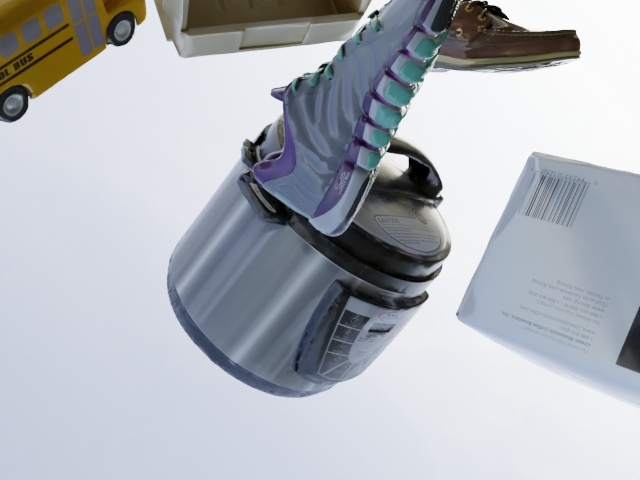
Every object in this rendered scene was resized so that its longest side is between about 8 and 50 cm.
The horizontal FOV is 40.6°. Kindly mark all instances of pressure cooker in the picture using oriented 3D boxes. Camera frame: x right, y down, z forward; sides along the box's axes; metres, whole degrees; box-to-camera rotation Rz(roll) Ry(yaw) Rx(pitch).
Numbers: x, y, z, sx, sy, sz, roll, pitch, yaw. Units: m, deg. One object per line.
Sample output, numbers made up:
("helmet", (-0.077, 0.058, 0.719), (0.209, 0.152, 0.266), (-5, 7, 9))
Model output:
("pressure cooker", (-0.004, -0.004, 1.377), (0.375, 0.420, 0.370), (35, -155, -11))

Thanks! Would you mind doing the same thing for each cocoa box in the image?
("cocoa box", (0.384, 0.074, 0.988), (0.228, 0.347, 0.232), (30, -97, -45))

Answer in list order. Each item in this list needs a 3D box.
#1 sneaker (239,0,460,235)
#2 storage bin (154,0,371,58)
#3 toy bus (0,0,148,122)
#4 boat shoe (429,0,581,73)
("sneaker", (0.020, -0.115, 0.610), (0.098, 0.224, 0.083), (28, -162, 3))
("storage bin", (-0.093, -0.384, 1.125), (0.262, 0.123, 0.260), (-12, -110, -23))
("toy bus", (-0.369, -0.252, 1.058), (0.108, 0.130, 0.332), (32, -120, 25))
("boat shoe", (0.120, -0.165, 0.694), (0.064, 0.178, 0.060), (-12, -73, -52))
